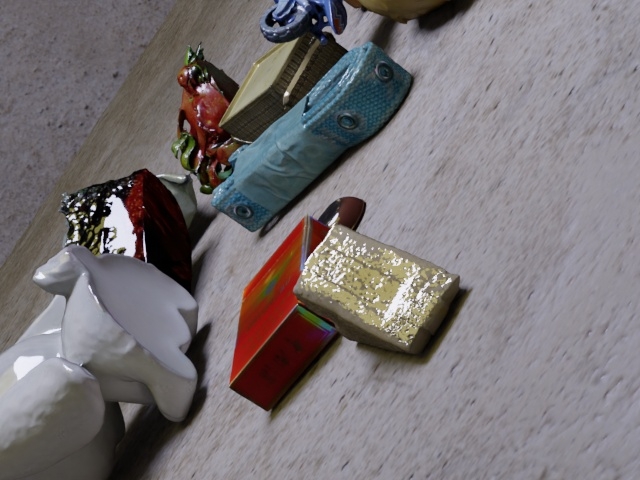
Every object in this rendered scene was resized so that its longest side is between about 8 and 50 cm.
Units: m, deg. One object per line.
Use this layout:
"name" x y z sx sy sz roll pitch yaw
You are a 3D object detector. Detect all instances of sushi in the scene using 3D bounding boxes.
"sushi" -0.228 0.033 2.237 0.126 0.136 0.225 -20 50 20

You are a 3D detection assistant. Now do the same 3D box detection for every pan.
"pan" -0.001 0.000 1.866 0.115 0.023 0.068 -49 17 23

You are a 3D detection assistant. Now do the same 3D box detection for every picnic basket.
"picnic basket" -0.036 -0.170 2.244 0.164 0.079 0.115 -28 30 60

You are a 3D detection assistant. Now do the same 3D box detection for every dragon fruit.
"dragon fruit" -0.129 -0.146 2.381 0.142 0.138 0.175 19 86 52

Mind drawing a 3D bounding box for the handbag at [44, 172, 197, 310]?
"handbag" -0.269 0.050 2.453 0.315 0.109 0.253 -57 10 -5

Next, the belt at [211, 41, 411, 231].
"belt" -0.014 -0.106 2.056 0.302 0.072 0.087 -38 27 44

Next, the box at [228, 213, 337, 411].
"box" -0.028 0.064 1.765 0.112 0.048 0.175 -50 16 25

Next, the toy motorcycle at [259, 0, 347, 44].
"toy motorcycle" 0.002 -0.293 2.177 0.114 0.076 0.205 -6 41 26

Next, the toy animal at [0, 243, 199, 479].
"toy animal" -0.266 0.153 2.030 0.265 0.206 0.271 -47 19 18

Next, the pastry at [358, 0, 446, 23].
"pastry" 0.107 -0.381 2.041 0.284 0.184 0.315 -48 16 29

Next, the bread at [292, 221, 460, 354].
"bread" 0.064 0.054 1.547 0.152 0.105 0.077 28 82 43

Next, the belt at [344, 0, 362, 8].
"belt" 0.084 -0.398 2.311 0.261 0.105 0.184 -43 17 43
